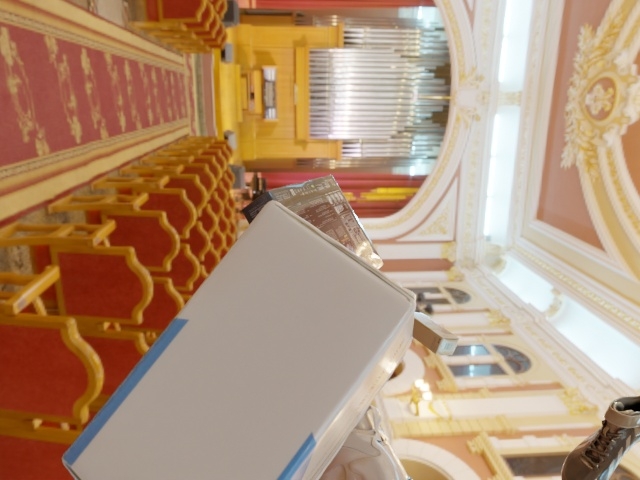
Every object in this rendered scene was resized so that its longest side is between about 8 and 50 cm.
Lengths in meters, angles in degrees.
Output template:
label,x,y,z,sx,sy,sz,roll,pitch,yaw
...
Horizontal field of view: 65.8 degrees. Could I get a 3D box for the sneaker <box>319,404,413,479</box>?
label,x,y,z,sx,sy,sz,roll,pitch,yaw
sneaker,0.026,0.490,1.021,0.365,0.137,0.210,-39,-124,31

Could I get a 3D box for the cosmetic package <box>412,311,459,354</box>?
label,x,y,z,sx,sy,sz,roll,pitch,yaw
cosmetic package,0.234,0.199,1.068,0.115,0.060,0.041,34,-72,49

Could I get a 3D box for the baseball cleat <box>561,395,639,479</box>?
label,x,y,z,sx,sy,sz,roll,pitch,yaw
baseball cleat,0.479,0.333,0.835,0.109,0.205,0.072,57,-11,-31

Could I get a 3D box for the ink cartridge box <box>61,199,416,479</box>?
label,x,y,z,sx,sy,sz,roll,pitch,yaw
ink cartridge box,-0.028,0.130,0.449,0.223,0.129,0.307,-53,162,-7

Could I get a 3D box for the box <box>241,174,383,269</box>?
label,x,y,z,sx,sy,sz,roll,pitch,yaw
box,0.000,0.000,0.763,0.184,0.059,0.232,59,27,1
